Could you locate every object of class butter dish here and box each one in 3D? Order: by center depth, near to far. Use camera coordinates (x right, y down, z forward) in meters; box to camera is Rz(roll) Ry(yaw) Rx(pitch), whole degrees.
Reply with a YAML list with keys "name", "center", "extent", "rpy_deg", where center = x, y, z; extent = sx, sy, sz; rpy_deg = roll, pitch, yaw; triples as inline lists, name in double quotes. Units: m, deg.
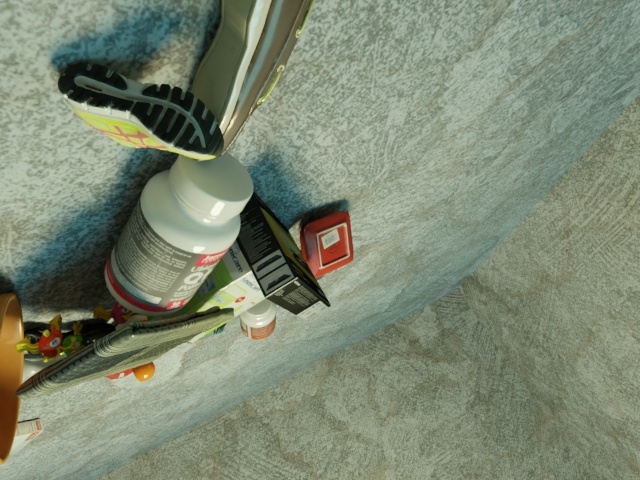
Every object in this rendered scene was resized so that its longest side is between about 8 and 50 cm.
- name: "butter dish"
  center: [0.000, 0.000, 1.259]
  extent: [0.160, 0.118, 0.160]
  rpy_deg: [-22, 117, -32]

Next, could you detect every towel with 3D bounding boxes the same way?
- name: "towel"
  center: [-0.381, 0.213, 0.945]
  extent: [0.312, 0.056, 0.324]
  rpy_deg: [-30, 167, 19]

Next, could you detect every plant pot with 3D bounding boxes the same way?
- name: "plant pot"
  center: [-0.640, 0.236, 0.772]
  extent: [0.203, 0.291, 0.291]
  rpy_deg: [2, 144, -25]

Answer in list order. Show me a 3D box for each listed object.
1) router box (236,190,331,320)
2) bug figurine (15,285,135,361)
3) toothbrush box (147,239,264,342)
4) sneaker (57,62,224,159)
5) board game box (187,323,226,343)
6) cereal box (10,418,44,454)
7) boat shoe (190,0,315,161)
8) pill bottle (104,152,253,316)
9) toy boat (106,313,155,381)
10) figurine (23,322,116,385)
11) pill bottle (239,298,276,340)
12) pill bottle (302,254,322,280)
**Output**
- name: "router box"
  center: [-0.095, 0.041, 1.049]
  extent: [0.081, 0.243, 0.309]
  rpy_deg: [-32, 158, 2]
- name: "bug figurine"
  center: [-0.464, 0.162, 0.947]
  extent: [0.279, 0.072, 0.216]
  rpy_deg: [-44, 176, -35]
- name: "toothbrush box"
  center: [-0.274, 0.126, 1.162]
  extent: [0.283, 0.122, 0.206]
  rpy_deg: [-32, 157, -1]
- name: "sneaker"
  center: [-0.228, -0.157, 0.609]
  extent: [0.094, 0.208, 0.082]
  rpy_deg: [126, -14, -64]
- name: "board game box"
  center: [-0.356, 0.264, 1.466]
  extent: [0.126, 0.026, 0.186]
  rpy_deg: [-14, 152, -34]
- name: "cereal box"
  center: [-0.995, 0.614, 1.370]
  extent: [0.173, 0.047, 0.240]
  rpy_deg: [-38, 157, 17]
- name: "boat shoe"
  center: [-0.102, -0.239, 0.632]
  extent: [0.096, 0.117, 0.324]
  rpy_deg: [-6, 142, -39]
- name: "pill bottle"
  center: [-0.253, -0.015, 0.821]
  extent: [0.176, 0.176, 0.318]
  rpy_deg: [-5, 146, -47]
- name: "toy boat"
  center: [-0.491, 0.306, 1.223]
  extent: [0.231, 0.151, 0.151]
  rpy_deg: [-42, 155, 24]
- name: "figurine"
  center: [-0.633, 0.272, 1.083]
  extent: [0.215, 0.092, 0.209]
  rpy_deg: [-39, 148, 22]
- name: "pill bottle"
  center: [-0.202, 0.235, 1.474]
  extent: [0.121, 0.121, 0.216]
  rpy_deg: [-23, 156, -18]
- name: "pill bottle"
  center: [-0.019, 0.069, 1.392]
  extent: [0.094, 0.094, 0.169]
  rpy_deg: [-12, 151, -38]
